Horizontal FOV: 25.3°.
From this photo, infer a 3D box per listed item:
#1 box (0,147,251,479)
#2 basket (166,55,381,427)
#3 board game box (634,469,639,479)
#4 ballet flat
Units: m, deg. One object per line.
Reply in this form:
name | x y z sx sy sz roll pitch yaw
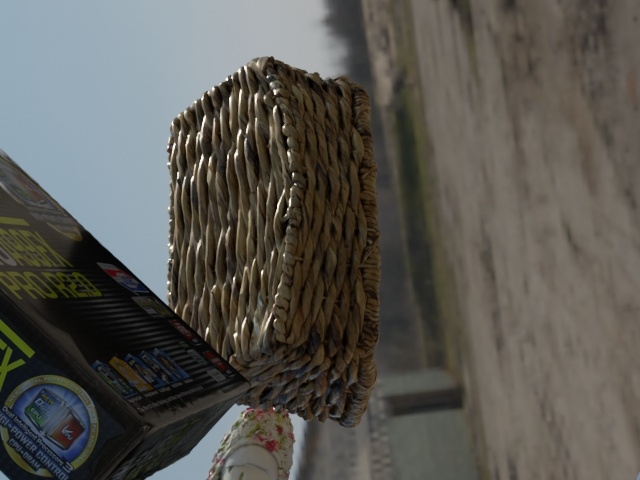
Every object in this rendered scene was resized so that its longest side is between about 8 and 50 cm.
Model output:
box | -0.152 0.031 0.726 0.216 0.060 0.270 43 -177 7
basket | 0.000 0.000 1.325 0.213 0.223 0.299 -30 53 45
board game box | 0.308 0.385 1.231 0.318 0.066 0.318 -53 -52 -29
ballet flat | -0.090 0.279 1.449 0.241 0.091 0.077 -64 10 -5
